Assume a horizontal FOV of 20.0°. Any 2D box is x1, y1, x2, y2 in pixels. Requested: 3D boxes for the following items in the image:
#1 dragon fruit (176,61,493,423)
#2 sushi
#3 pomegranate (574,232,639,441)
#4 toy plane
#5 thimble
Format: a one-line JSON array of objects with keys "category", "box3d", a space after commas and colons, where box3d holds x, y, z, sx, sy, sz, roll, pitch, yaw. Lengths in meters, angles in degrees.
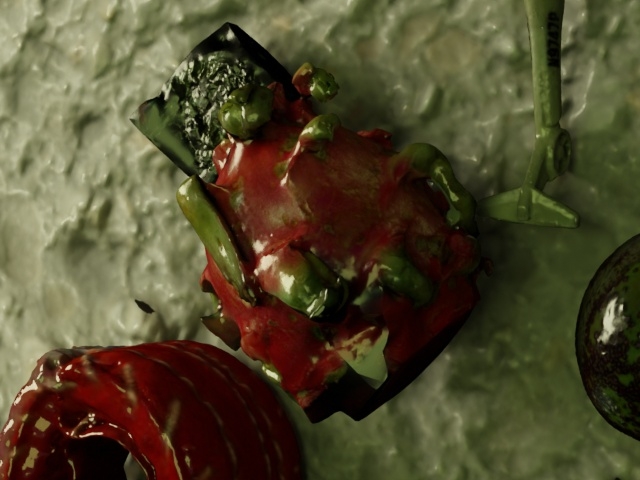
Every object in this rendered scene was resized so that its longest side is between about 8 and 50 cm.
[{"category": "dragon fruit", "box3d": [0.000, 0.000, 0.991, 0.172, 0.166, 0.160, 45, 94, 11]}, {"category": "sushi", "box3d": [-0.051, -0.072, 1.091, 0.083, 0.056, 0.085, -49, 67, 16]}, {"category": "pomegranate", "box3d": [0.198, 0.062, 0.921, 0.138, 0.163, 0.126, 3, 55, 17]}, {"category": "toy plane", "box3d": [0.117, -0.153, 0.960, 0.092, 0.108, 0.286, 6, 108, 30]}, {"category": "thimble", "box3d": [-0.104, 0.157, 1.093, 0.163, 0.125, 0.190, 1, 93, 29]}]
